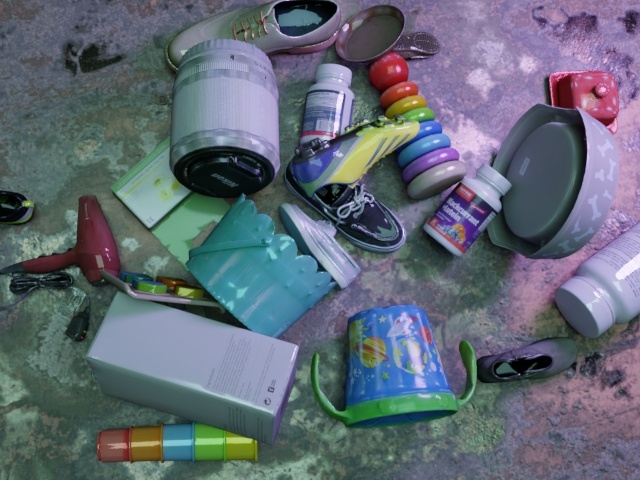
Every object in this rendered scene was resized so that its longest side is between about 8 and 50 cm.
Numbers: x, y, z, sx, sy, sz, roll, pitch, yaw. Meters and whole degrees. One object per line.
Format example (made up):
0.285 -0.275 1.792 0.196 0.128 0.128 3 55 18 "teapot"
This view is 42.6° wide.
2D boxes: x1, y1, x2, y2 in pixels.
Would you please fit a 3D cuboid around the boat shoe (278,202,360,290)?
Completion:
0.001 0.000 1.766 0.081 0.079 0.227 -39 94 -19 "boat shoe"

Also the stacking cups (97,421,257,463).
-0.285 0.404 1.656 0.316 0.096 0.096 -1 81 -3 "stacking cups"

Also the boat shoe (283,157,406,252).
0.059 -0.083 1.767 0.306 0.105 0.113 40 78 0 "boat shoe"

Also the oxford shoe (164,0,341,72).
-0.146 -0.459 1.775 0.396 0.146 0.141 -18 86 -9 "oxford shoe"

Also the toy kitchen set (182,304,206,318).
-0.272 0.182 1.714 0.068 0.075 0.083 -12 43 -13 "toy kitchen set"

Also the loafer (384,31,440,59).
0.205 -0.444 1.878 0.148 0.050 0.056 0 75 -24 "loafer"

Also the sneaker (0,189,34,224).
-0.698 -0.075 1.659 0.234 0.097 0.084 -4 81 -9 "sneaker"

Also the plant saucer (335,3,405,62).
0.115 -0.456 1.835 0.168 0.029 0.168 -15 53 21 "plant saucer"

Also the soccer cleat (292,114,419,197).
0.078 -0.177 1.710 0.289 0.093 0.121 -22 111 -15 "soccer cleat"

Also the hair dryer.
-0.522 0.039 1.676 0.223 0.080 0.294 27 78 -3 "hair dryer"

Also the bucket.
-0.123 0.060 1.637 0.281 0.281 0.183 44 86 0 "bucket"

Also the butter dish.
0.623 -0.329 1.884 0.159 0.118 0.160 -3 81 -10 "butter dish"

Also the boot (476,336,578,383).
0.459 0.261 1.742 0.246 0.161 0.084 -12 83 -10 "boot"

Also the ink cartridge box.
-0.301 -0.078 1.741 0.171 0.056 0.235 -43 87 -13 "ink cartridge box"

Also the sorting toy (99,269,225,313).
-0.310 0.093 1.610 0.208 0.193 0.038 14 90 -31 "sorting toy"

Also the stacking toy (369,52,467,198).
0.195 -0.263 1.814 0.141 0.141 0.330 -22 78 -11 "stacking toy"

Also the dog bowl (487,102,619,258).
0.485 -0.119 1.727 0.102 0.348 0.349 15 79 -19 "dog bowl"

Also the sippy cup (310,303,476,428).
0.149 0.255 1.678 0.305 0.240 0.224 12 63 -45 "sippy cup"

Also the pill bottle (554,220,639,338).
0.666 0.082 1.802 0.283 0.160 0.160 -33 87 -12 "pill bottle"

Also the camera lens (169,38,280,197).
-0.194 -0.240 1.674 0.219 0.219 0.274 1 64 -8 "camera lens"

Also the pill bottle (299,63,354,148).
0.018 -0.286 1.793 0.107 0.108 0.180 9 80 -7 "pill bottle"

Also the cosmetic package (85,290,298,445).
-0.240 0.250 1.580 0.365 0.197 0.155 18 60 4 "cosmetic package"

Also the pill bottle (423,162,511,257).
0.321 -0.068 1.777 0.108 0.108 0.193 39 96 -1 "pill bottle"
